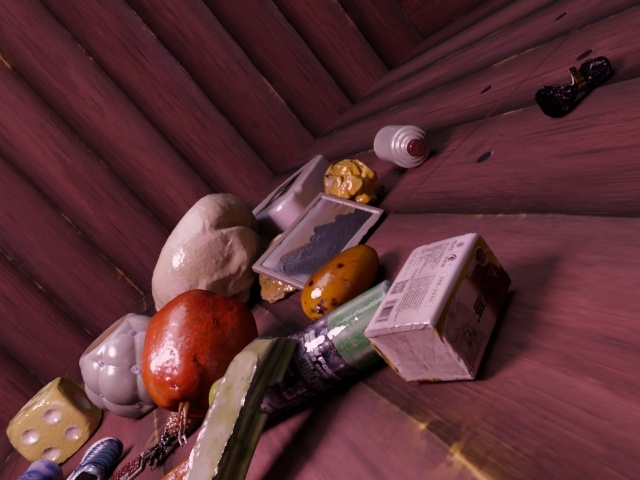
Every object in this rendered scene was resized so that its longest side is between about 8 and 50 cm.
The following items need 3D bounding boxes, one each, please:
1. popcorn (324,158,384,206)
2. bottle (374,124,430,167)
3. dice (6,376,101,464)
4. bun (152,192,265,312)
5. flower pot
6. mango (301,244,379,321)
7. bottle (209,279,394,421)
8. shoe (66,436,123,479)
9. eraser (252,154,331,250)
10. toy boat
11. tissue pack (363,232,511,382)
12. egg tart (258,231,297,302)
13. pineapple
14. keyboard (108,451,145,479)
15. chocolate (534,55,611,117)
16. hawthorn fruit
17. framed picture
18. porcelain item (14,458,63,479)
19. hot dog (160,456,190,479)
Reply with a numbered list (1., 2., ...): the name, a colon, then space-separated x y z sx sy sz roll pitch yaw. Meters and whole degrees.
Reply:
1. popcorn: 0.075 -0.130 1.320 0.167 0.152 0.149 -116 38 -51
2. bottle: 0.210 -0.240 1.347 0.104 0.104 0.245 -40 15 2
3. dice: -0.714 0.488 1.438 0.169 0.166 0.169 -43 14 -10
4. bun: -0.259 0.065 1.352 0.365 0.219 0.365 -58 -9 -15
5. flower pot: -0.451 0.295 1.282 0.246 0.195 0.246 -39 15 12
6. mango: 0.041 0.070 0.928 0.178 0.090 0.115 -39 5 -25
7. bottle: -0.014 0.172 0.754 0.330 0.093 0.093 -34 16 23
8. shoe: -0.459 0.465 1.076 0.143 0.064 0.071 -51 17 -25
9. eraser: -0.069 -0.079 1.496 0.331 0.150 0.331 -37 17 14
10. toy boat: -0.111 0.249 0.664 0.093 0.055 0.293 -9 53 47
11. tissue pack: 0.141 0.079 0.619 0.106 0.099 0.149 -20 25 49
12. egg tart: -0.066 0.041 1.267 0.232 0.098 0.252 -51 21 -23
13. pineapple: -0.279 0.354 0.964 0.124 0.058 0.058 -45 15 -14
14. keyboard: -0.399 0.468 1.007 0.166 0.017 0.055 -41 15 -1
15. chocolate: 0.458 -0.286 0.953 0.147 0.070 0.072 -43 43 -4
16. hawthorn fruit: -0.216 0.220 0.932 0.211 0.211 0.299 -32 33 30
17. framed picture: 0.000 -0.001 1.173 0.192 0.018 0.265 18 54 35
18. porcelain item: -0.644 0.570 1.118 0.141 0.141 0.259 -40 7 5
19. hot dog: -0.214 0.370 0.794 0.144 0.038 0.062 -41 17 9
